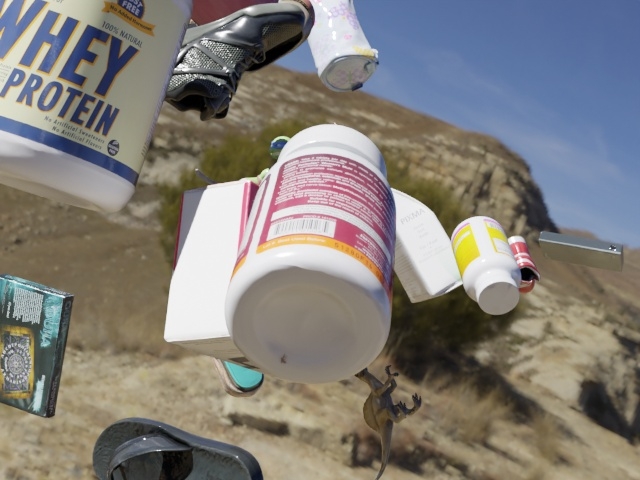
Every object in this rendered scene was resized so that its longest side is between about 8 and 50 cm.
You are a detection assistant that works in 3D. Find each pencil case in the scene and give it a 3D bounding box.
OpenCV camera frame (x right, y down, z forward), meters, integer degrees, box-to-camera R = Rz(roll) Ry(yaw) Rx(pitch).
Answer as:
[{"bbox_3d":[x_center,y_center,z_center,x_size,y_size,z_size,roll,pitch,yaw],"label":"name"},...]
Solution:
[{"bbox_3d":[0.029,-0.437,1.846,0.113,0.124,0.273,36,32,-57],"label":"pencil case"}]

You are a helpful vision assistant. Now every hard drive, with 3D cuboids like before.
[{"bbox_3d":[0.444,0.019,1.545,0.135,0.022,0.094,11,-17,23],"label":"hard drive"}]

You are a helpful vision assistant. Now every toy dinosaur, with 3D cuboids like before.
[{"bbox_3d":[0.094,0.244,1.272,0.053,0.092,0.183,13,54,-41],"label":"toy dinosaur"}]

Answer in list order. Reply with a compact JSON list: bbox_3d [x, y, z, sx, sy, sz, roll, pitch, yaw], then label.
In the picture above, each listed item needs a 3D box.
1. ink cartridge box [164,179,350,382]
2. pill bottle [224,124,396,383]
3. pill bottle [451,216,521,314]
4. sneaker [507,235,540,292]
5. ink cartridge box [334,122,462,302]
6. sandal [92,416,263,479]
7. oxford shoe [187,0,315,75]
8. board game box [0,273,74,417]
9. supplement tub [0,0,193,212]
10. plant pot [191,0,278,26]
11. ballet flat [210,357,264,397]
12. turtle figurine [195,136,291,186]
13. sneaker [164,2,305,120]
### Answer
[{"bbox_3d":[-0.057,0.056,1.036,0.100,0.172,0.237,-8,-22,31],"label":"ink cartridge box"},{"bbox_3d":[0.000,0.000,0.728,0.121,0.121,0.221,24,33,-9],"label":"pill bottle"},{"bbox_3d":[0.126,0.020,0.686,0.043,0.043,0.083,23,28,-16],"label":"pill bottle"},{"bbox_3d":[0.291,0.054,1.301,0.118,0.042,0.067,63,13,-45],"label":"sneaker"},{"bbox_3d":[0.088,-0.035,1.080,0.225,0.056,0.181,63,-4,4],"label":"ink cartridge box"},{"bbox_3d":[-0.310,0.443,1.765,0.445,0.168,0.107,-3,7,36],"label":"sandal"},{"bbox_3d":[-0.177,-0.341,1.626,0.123,0.348,0.130,59,17,-27],"label":"oxford shoe"},{"bbox_3d":[-0.431,0.154,1.326,0.126,0.186,0.026,15,9,19],"label":"board game box"},{"bbox_3d":[-0.279,-0.215,1.005,0.235,0.325,0.235,16,-6,2],"label":"supplement tub"},{"bbox_3d":[-0.163,-0.422,1.419,0.201,0.201,0.180,28,-22,52],"label":"plant pot"},{"bbox_3d":[-0.209,0.174,1.828,0.107,0.316,0.106,-14,-18,-22],"label":"ballet flat"},{"bbox_3d":[-0.102,-0.051,1.757,0.197,0.266,0.275,-6,19,22],"label":"turtle figurine"},{"bbox_3d":[-0.115,-0.236,1.227,0.087,0.227,0.130,100,-32,-74],"label":"sneaker"}]
